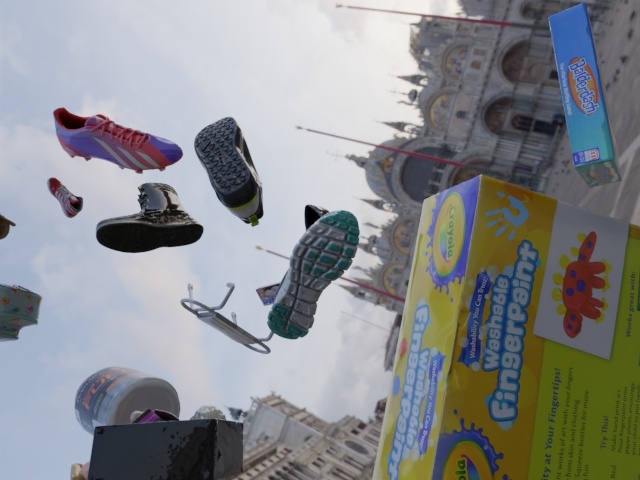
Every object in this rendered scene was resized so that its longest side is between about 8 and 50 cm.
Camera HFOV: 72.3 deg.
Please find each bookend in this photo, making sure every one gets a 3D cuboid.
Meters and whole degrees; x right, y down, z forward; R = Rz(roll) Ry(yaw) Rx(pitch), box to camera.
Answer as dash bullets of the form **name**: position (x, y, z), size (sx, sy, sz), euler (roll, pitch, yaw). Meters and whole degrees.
- **bookend**: position (-0.200, 0.292, 0.607), size (0.157, 0.157, 0.072), euler (78, -173, -65)

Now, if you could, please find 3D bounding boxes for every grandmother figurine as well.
- **grandmother figurine**: position (-0.389, 0.491, 1.036), size (0.343, 0.104, 0.207), euler (-20, -74, -21)

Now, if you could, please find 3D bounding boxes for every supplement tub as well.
- **supplement tub**: position (-0.578, 0.482, 1.282), size (0.207, 0.338, 0.206), euler (8, -101, -45)

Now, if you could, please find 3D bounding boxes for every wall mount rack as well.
- **wall mount rack**: position (-0.306, 0.238, 1.429), size (0.350, 0.304, 0.130), euler (43, -124, -30)

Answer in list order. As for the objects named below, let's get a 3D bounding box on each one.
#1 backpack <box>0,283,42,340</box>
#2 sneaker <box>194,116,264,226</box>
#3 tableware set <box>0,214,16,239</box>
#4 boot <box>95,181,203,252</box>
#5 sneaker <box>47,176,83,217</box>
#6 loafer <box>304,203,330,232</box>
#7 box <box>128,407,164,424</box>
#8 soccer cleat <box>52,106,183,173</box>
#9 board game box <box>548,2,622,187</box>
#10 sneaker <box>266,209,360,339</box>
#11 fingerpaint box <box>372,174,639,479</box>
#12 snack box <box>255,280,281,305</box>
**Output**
- **backpack**: position (-0.819, 0.181, 1.111), size (0.166, 0.189, 0.144), euler (54, -154, -62)
- **sneaker**: position (-0.147, -0.111, 0.730), size (0.097, 0.084, 0.234), euler (65, -177, -50)
- **tableware set**: position (-0.683, -0.022, 0.848), size (0.141, 0.020, 0.168), euler (68, -157, -51)
- **boot**: position (-0.415, -0.060, 1.028), size (0.237, 0.178, 0.085), euler (-4, -47, -41)
- **sneaker**: position (-0.679, -0.122, 1.172), size (0.042, 0.067, 0.118), euler (-41, -70, -50)
- **loafer**: position (0.000, 0.000, 0.958), size (0.076, 0.078, 0.223), euler (-44, 33, 24)
- **box**: position (-0.275, 0.375, 0.749), size (0.029, 0.162, 0.116), euler (-53, -6, 13)
- **soccer cleat**: position (-0.385, -0.191, 0.829), size (0.095, 0.248, 0.083), euler (91, -167, -45)
- **board game box**: position (0.374, -0.191, 0.615), size (0.160, 0.047, 0.210), euler (5, -102, -53)
- **sneaker**: position (-0.012, 0.030, 0.500), size (0.166, 0.065, 0.076), euler (-58, 12, 21)
- **fingerpaint box**: position (0.305, 0.180, 0.626), size (0.163, 0.372, 0.444), euler (154, 130, -73)
- **snack box**: position (-0.132, 0.165, 1.390), size (0.022, 0.178, 0.064), euler (-36, -77, -47)
